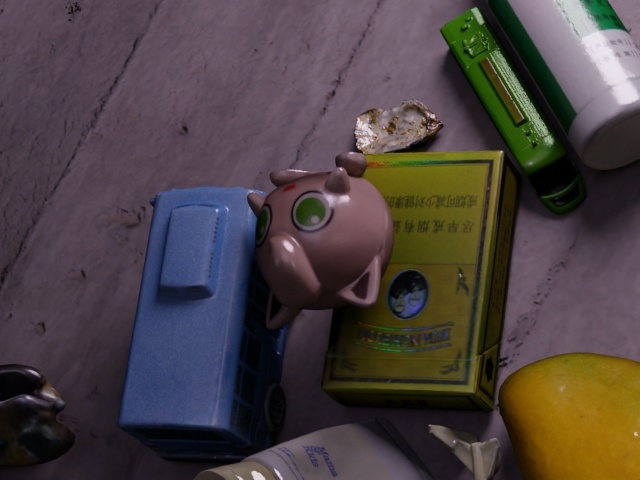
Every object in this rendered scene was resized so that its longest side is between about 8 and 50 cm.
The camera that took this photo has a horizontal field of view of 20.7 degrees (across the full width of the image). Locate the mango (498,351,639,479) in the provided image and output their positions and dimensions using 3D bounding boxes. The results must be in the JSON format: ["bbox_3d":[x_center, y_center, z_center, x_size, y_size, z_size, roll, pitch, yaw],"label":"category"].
[{"bbox_3d":[0.250,0.192,1.346,0.176,0.119,0.317,-45,51,3],"label":"mango"}]

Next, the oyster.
[{"bbox_3d":[0.072,-0.100,1.592,0.083,0.019,0.054,-10,64,21],"label":"oyster"}]

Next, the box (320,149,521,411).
[{"bbox_3d":[0.088,0.034,1.504,0.141,0.064,0.220,1,71,24],"label":"box"}]

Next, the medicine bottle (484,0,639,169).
[{"bbox_3d":[0.209,-0.185,1.526,0.095,0.095,0.260,-32,62,8],"label":"medicine bottle"}]

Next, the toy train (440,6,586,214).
[{"bbox_3d":[0.170,-0.115,1.544,0.044,0.042,0.209,-32,60,8],"label":"toy train"}]

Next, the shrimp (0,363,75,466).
[{"bbox_3d":[-0.434,0.237,1.585,0.445,0.110,0.221,-27,30,5],"label":"shrimp"}]

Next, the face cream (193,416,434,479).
[{"bbox_3d":[0.003,0.195,1.400,0.114,0.224,0.070,53,132,30],"label":"face cream"}]

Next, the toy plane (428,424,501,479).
[{"bbox_3d":[0.138,0.278,1.375,0.108,0.092,0.286,-25,60,40],"label":"toy plane"}]

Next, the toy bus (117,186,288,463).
[{"bbox_3d":[-0.093,0.067,1.524,0.116,0.133,0.234,-1,69,23],"label":"toy bus"}]

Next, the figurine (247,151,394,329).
[{"bbox_3d":[0.000,0.000,1.449,0.125,0.125,0.138,-3,70,22],"label":"figurine"}]
